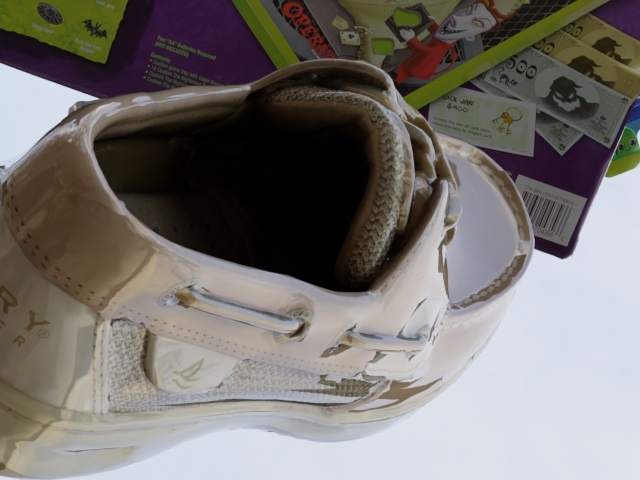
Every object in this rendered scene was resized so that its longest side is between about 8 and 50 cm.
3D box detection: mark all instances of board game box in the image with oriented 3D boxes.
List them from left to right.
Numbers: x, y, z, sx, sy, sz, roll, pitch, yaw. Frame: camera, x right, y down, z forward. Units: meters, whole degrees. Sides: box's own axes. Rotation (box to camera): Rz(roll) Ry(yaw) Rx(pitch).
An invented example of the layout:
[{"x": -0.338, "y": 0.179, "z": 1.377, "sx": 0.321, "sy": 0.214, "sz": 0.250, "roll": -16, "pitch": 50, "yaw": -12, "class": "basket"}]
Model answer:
[{"x": -0.007, "y": -0.142, "z": 0.867, "sx": 0.347, "sy": 0.056, "sz": 0.208, "roll": 19, "pitch": -73, "yaw": -13, "class": "board game box"}]

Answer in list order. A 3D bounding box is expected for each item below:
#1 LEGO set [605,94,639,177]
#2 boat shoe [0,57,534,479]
[{"x": 0.191, "y": -0.094, "z": 1.440, "sx": 0.087, "sy": 0.227, "sz": 0.093, "roll": -153, "pitch": -137, "yaw": -73, "class": "LEGO set"}, {"x": 0.000, "y": 0.000, "z": 0.676, "sx": 0.110, "sy": 0.341, "sz": 0.122, "roll": -41, "pitch": -104, "yaw": 29, "class": "boat shoe"}]
